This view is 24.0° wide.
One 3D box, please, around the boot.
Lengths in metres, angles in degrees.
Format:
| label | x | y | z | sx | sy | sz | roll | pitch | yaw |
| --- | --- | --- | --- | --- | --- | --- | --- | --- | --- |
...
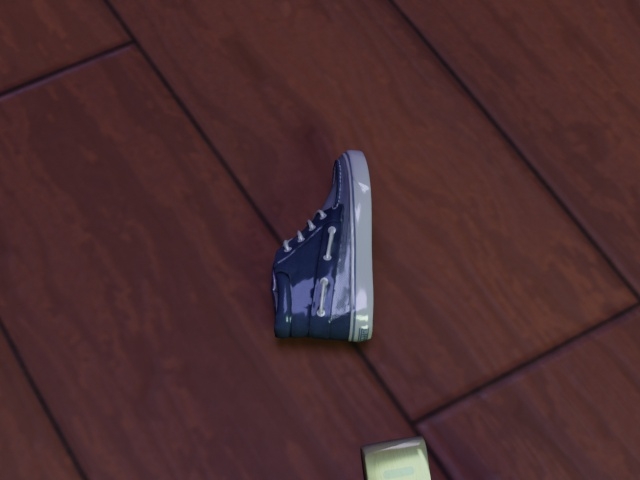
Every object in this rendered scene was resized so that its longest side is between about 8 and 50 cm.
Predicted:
| label | x | y | z | sx | sy | sz | roll | pitch | yaw |
| --- | --- | --- | --- | --- | --- | --- | --- | --- | --- |
| boot | 0.000 | 0.000 | 1.318 | 0.086 | 0.069 | 0.190 | 2 | 56 | -4 |

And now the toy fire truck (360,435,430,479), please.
| label | x | y | z | sx | sy | sz | roll | pitch | yaw |
| --- | --- | --- | --- | --- | --- | --- | --- | --- | --- |
| toy fire truck | 0.108 | 0.236 | 1.044 | 0.217 | 0.246 | 0.158 | -25 | 59 | -18 |
